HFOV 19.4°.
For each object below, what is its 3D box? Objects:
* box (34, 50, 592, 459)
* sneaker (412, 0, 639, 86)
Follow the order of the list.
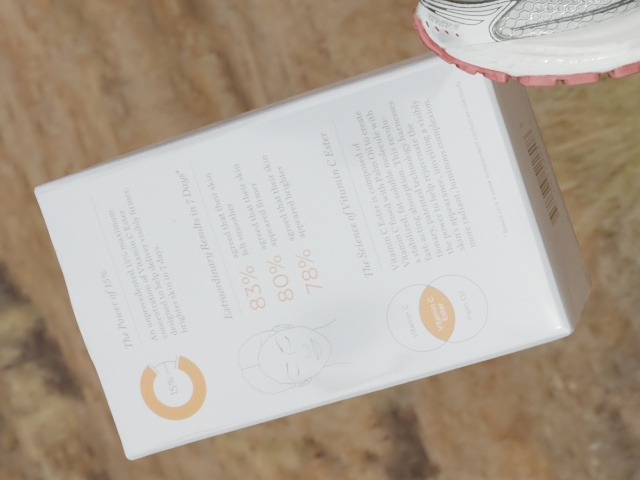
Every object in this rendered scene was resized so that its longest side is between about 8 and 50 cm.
[{"bbox_3d":[0.000,0.000,1.389,0.168,0.345,0.215,-39,-68,-74],"label":"box"},{"bbox_3d":[0.136,-0.131,0.704,0.092,0.225,0.088,62,-175,-21],"label":"sneaker"}]
